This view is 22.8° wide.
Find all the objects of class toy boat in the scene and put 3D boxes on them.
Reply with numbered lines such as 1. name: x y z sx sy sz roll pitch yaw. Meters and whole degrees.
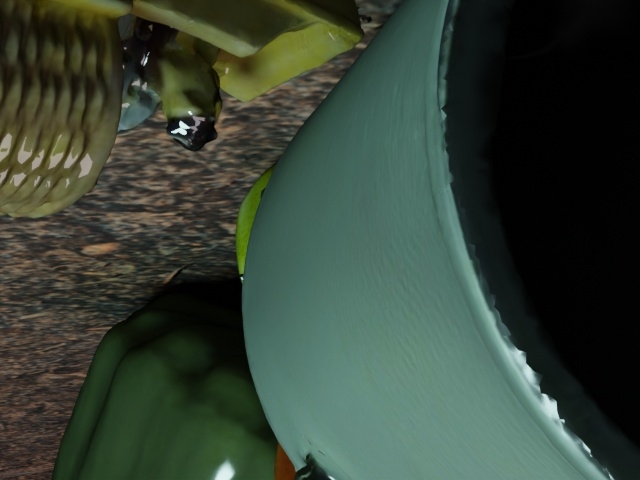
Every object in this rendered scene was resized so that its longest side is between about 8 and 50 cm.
1. toy boat: -0.119 -0.064 0.410 0.310 0.115 0.089 8 162 -43

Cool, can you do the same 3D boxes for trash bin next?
1. trash bin: 0.103 0.001 0.496 0.217 0.277 0.262 39 164 -3

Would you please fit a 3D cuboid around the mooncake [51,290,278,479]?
1. mooncake: 0.002 0.164 1.054 0.351 0.187 0.351 19 -173 -2

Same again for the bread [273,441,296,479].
1. bread: 0.135 0.122 0.862 0.327 0.295 0.114 -30 -160 -13

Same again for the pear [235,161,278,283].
1. pear: 0.000 0.000 0.773 0.092 0.097 0.092 10 131 11
